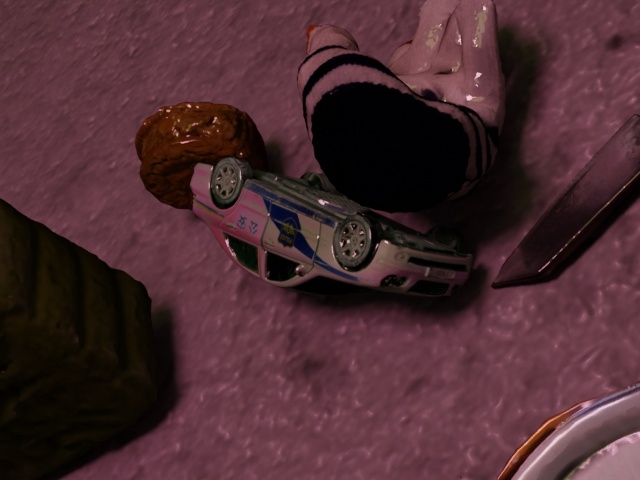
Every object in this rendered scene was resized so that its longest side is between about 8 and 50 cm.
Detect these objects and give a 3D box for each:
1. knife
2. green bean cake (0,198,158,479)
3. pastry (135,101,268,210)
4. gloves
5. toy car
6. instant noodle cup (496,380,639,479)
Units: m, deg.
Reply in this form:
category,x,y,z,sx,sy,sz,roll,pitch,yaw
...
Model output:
category,x,y,z,sx,sy,sz,roll,pitch,yaw
knife,0.191,-0.050,0.819,0.230,0.028,0.060,-46,29,5
green bean cake,-0.260,0.077,0.915,0.222,0.248,0.125,-29,45,23
pastry,-0.091,-0.063,1.002,0.109,0.097,0.057,-51,39,48
gloves,0.060,-0.093,0.893,0.140,0.131,0.219,-10,12,14
toy car,0.000,0.000,0.884,0.224,0.090,0.076,26,102,46
instant noodle cup,0.166,0.168,0.548,0.215,0.172,0.216,-23,45,25
